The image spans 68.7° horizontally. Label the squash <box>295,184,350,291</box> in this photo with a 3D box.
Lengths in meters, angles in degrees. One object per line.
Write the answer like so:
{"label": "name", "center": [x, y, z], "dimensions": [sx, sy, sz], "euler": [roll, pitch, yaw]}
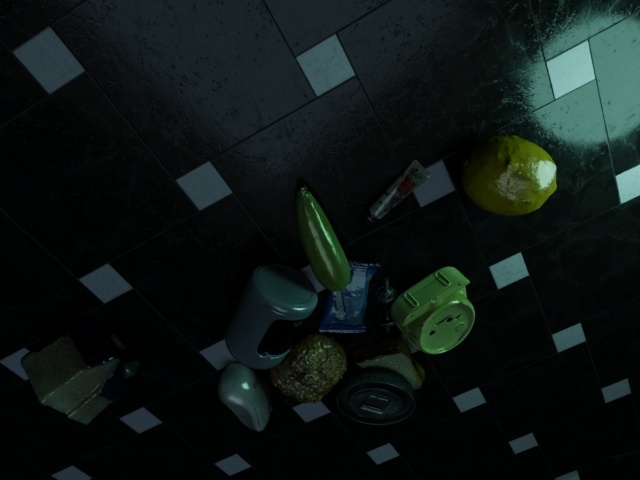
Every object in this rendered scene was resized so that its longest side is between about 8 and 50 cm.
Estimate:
{"label": "squash", "center": [-0.006, 0.002, 1.487], "dimensions": [0.118, 0.118, 0.370], "euler": [-22, 111, 7]}

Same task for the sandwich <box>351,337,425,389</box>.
{"label": "sandwich", "center": [0.275, 0.504, 1.855], "dimensions": [0.226, 0.087, 0.251], "euler": [-19, 123, 20]}

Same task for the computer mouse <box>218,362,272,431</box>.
{"label": "computer mouse", "center": [-0.266, 0.593, 1.800], "dimensions": [0.121, 0.184, 0.297], "euler": [-26, 115, 22]}

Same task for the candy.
{"label": "candy", "center": [0.098, 0.209, 1.661], "dimensions": [0.187, 0.077, 0.331], "euler": [4, 119, -2]}

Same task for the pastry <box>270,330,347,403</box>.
{"label": "pastry", "center": [-0.041, 0.496, 1.773], "dimensions": [0.255, 0.162, 0.311], "euler": [28, 116, -24]}

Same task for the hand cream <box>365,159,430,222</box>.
{"label": "hand cream", "center": [0.237, -0.147, 1.474], "dimensions": [0.234, 0.050, 0.080], "euler": [-44, 113, 12]}

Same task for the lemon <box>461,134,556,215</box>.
{"label": "lemon", "center": [0.553, -0.188, 1.379], "dimensions": [0.288, 0.233, 0.233], "euler": [12, 120, -1]}

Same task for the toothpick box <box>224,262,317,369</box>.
{"label": "toothpick box", "center": [-0.190, 0.268, 1.579], "dimensions": [0.263, 0.263, 0.354], "euler": [18, 119, -17]}

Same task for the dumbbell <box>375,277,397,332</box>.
{"label": "dumbbell", "center": [0.239, 0.237, 1.690], "dimensions": [0.082, 0.081, 0.254], "euler": [-8, 124, -2]}

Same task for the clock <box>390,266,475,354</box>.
{"label": "clock", "center": [0.425, 0.281, 1.683], "dimensions": [0.286, 0.117, 0.348], "euler": [-33, 127, -4]}

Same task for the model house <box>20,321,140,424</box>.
{"label": "model house", "center": [-0.799, 0.444, 1.626], "dimensions": [0.284, 0.243, 0.298], "euler": [-35, 150, -14]}

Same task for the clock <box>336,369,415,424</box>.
{"label": "clock", "center": [0.219, 0.628, 1.862], "dimensions": [0.313, 0.061, 0.312], "euler": [4, 130, 5]}
